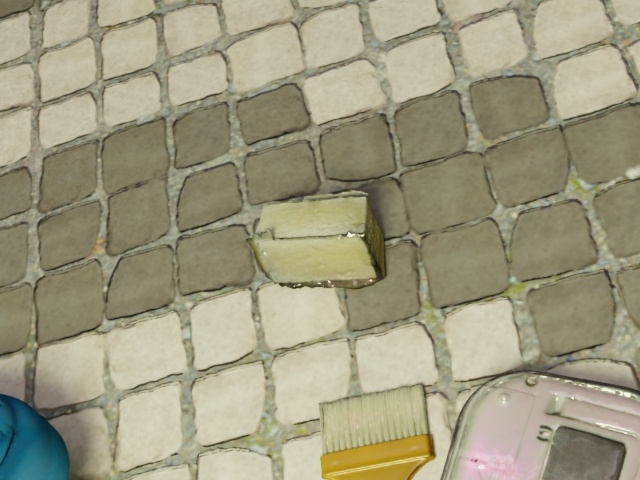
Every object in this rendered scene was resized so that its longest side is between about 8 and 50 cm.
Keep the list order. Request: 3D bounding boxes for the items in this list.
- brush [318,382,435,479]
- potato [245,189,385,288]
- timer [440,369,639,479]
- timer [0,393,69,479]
[{"bbox_3d":[0.055,0.253,0.934,0.103,0.013,0.272,-13,58,13],"label":"brush"},{"bbox_3d":[-0.002,0.000,1.068,0.122,0.086,0.061,-3,46,20],"label":"potato"},{"bbox_3d":[0.189,0.207,0.880,0.190,0.069,0.209,9,63,21],"label":"timer"},{"bbox_3d":[-0.395,0.270,0.966,0.309,0.115,0.340,3,49,44],"label":"timer"}]
